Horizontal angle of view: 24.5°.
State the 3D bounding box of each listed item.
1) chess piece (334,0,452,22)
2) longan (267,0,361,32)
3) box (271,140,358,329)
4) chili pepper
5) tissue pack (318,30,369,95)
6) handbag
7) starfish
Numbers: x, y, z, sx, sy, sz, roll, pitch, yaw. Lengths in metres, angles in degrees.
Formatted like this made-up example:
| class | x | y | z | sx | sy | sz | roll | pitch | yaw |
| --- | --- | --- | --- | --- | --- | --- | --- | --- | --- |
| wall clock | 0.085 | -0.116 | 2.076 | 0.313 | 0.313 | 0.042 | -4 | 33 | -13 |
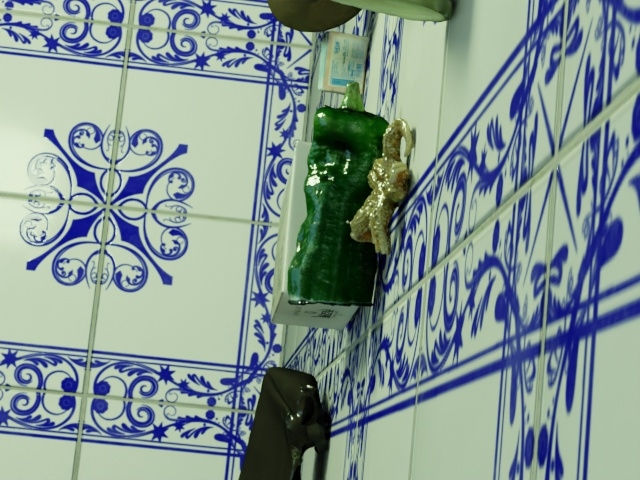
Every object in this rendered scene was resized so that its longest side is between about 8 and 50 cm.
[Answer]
| class | x | y | z | sx | sy | sz | roll | pitch | yaw |
| --- | --- | --- | --- | --- | --- | --- | --- | --- | --- |
| chess piece | 0.080 | -0.345 | 1.389 | 0.144 | 0.144 | 0.251 | -141 | 63 | -85 |
| longan | 0.003 | -0.401 | 2.256 | 0.185 | 0.159 | 0.204 | -44 | 18 | -3 |
| box | 0.003 | 0.000 | 1.989 | 0.274 | 0.116 | 0.203 | 112 | 163 | -77 |
| chili pepper | 0.028 | -0.055 | 1.766 | 0.099 | 0.136 | 0.270 | 3 | 89 | 54 |
| tissue pack | 0.036 | -0.274 | 2.291 | 0.059 | 0.074 | 0.094 | -156 | 73 | -78 |
| handbag | -0.054 | 0.354 | 2.317 | 0.257 | 0.113 | 0.285 | -161 | 85 | -80 |
| starfish | 0.067 | -0.058 | 1.629 | 0.209 | 0.053 | 0.150 | 136 | 135 | -81 |
